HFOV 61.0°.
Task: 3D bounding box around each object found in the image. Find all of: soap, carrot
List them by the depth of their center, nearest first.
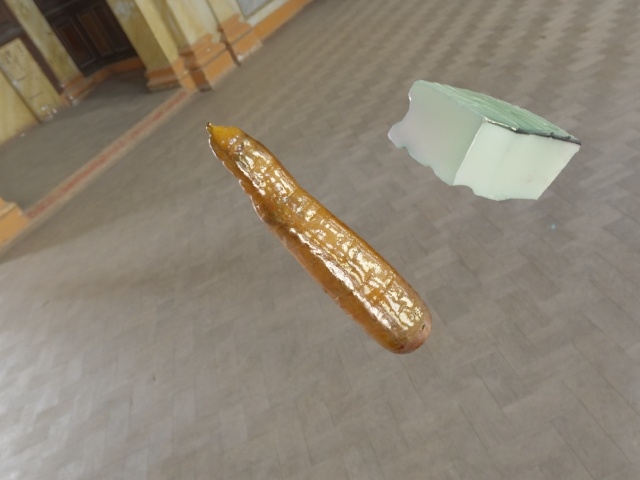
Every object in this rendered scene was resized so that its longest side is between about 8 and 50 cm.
[{"bbox_3d":[0.000,0.000,0.432,0.059,0.248,0.059,-42,11,10],"label":"carrot"},{"bbox_3d":[0.215,-0.125,0.683,0.230,0.091,0.145,-9,43,-46],"label":"soap"}]
